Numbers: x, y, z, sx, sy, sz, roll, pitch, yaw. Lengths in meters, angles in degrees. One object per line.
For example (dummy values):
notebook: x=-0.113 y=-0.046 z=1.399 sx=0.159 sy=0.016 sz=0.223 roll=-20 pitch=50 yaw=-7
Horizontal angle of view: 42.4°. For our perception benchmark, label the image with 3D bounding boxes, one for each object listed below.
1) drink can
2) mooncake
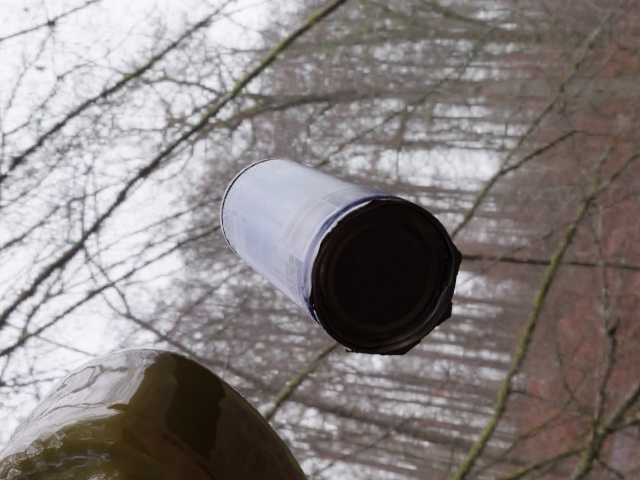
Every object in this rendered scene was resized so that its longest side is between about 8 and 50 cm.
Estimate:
drink can: x=0.000 y=0.000 z=0.572 sx=0.235 sy=0.097 sz=0.097 roll=-152 pitch=60 yaw=-68
mooncake: x=-0.121 y=0.188 z=0.570 sx=0.117 sy=0.235 sz=0.234 roll=-61 pitch=-34 yaw=-57
